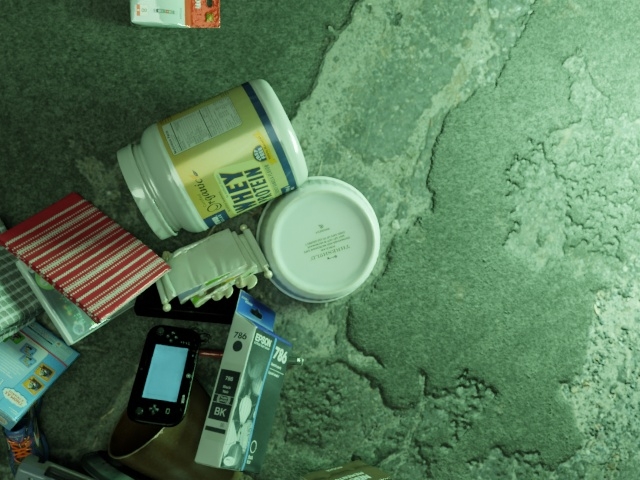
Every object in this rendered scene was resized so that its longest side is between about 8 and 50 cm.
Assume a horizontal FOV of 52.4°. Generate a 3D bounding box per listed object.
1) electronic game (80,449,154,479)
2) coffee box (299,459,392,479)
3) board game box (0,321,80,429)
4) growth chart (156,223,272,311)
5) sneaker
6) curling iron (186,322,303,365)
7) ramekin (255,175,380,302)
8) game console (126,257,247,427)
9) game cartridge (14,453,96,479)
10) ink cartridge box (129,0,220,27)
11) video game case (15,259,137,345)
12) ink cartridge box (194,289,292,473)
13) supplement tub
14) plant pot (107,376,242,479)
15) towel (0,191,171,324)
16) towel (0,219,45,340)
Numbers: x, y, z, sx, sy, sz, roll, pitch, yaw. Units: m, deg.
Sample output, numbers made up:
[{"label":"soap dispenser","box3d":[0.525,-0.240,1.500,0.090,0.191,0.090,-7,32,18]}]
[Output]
[{"label":"electronic game","box3d":[-0.367,0.479,1.283,0.229,0.229,0.048,30,75,-6]},{"label":"coffee box","box3d":[0.050,0.634,1.356,0.168,0.119,0.297,-2,94,-35]},{"label":"board game box","box3d":[-0.595,0.243,1.262,0.160,0.211,0.039,39,117,-6]},{"label":"growth chart","box3d":[-0.225,0.056,1.306,0.237,0.021,0.172,-20,54,-2]},{"label":"sneaker","box3d":[-0.612,0.395,1.324,0.083,0.087,0.221,-7,93,-5]},{"label":"curling iron","box3d":[-0.170,0.234,1.386,0.274,0.035,0.068,14,92,-6]},{"label":"ramekin","box3d":[0.000,0.000,1.346,0.273,0.127,0.273,0,92,-6]},{"label":"game console","box3d":[-0.268,0.189,1.265,0.213,0.044,0.361,4,52,2]},{"label":"game cartridge","box3d":[-0.463,0.590,1.322,0.355,0.068,0.230,24,111,-6]},{"label":"ink cartridge box","box3d":[-0.299,-0.512,1.334,0.179,0.045,0.145,-1,93,-3]},{"label":"video game case","box3d":[-0.481,0.086,1.300,0.173,0.022,0.190,-36,98,-46]},{"label":"ink cartridge box","box3d":[-0.137,0.279,1.278,0.065,0.165,0.332,3,70,26]},{"label":"supplement tub","box3d":[-0.207,-0.153,1.267,0.316,0.228,0.228,-26,95,-4]},{"label":"plant pot","box3d":[-0.267,0.412,1.317,0.215,0.215,0.230,-42,113,-2]},{"label":"towel","box3d":[-0.457,0.027,1.262,0.275,0.031,0.199,36,46,10]},{"label":"towel","box3d":[-0.648,0.081,1.204,0.121,0.283,0.235,-40,95,21]}]
